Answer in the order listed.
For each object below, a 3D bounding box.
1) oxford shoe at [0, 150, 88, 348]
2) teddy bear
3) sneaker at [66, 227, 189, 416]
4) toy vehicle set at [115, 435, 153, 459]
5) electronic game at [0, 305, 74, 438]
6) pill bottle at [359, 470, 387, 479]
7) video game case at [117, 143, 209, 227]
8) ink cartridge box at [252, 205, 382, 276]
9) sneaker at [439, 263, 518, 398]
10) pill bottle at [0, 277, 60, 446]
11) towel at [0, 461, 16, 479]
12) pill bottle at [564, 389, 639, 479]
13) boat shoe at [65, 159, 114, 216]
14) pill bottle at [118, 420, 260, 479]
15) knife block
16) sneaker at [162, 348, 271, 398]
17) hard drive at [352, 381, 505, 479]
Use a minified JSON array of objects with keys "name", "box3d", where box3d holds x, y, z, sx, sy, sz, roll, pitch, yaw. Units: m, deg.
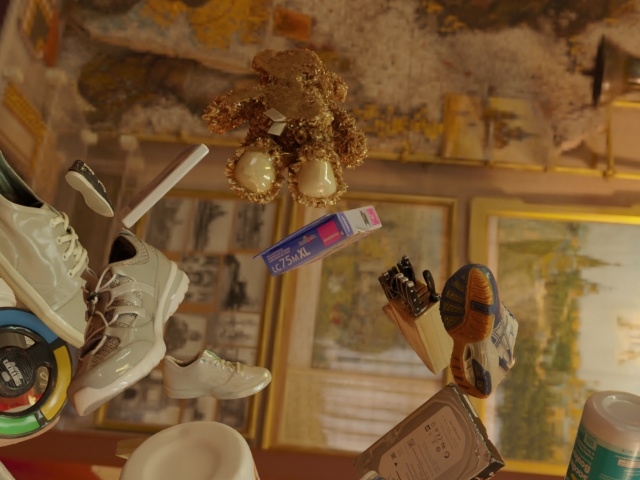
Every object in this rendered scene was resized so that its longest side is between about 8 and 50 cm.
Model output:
[{"name":"oxford shoe","box3d":[-0.457,0.023,1.572,0.449,0.130,0.169,53,3,-23]},{"name":"teddy bear","box3d":[-0.048,-0.158,1.419,0.338,0.245,0.113,-112,-164,-45]},{"name":"sneaker","box3d":[-0.237,0.087,1.052,0.115,0.105,0.281,50,19,-19]},{"name":"toy vehicle set","box3d":[-0.334,0.523,2.243,0.267,0.166,0.035,33,53,-42]},{"name":"electronic game","box3d":[-0.534,0.227,1.627,0.048,0.229,0.229,-20,-124,47]},{"name":"pill bottle","box3d":[0.140,0.532,1.820,0.094,0.169,0.094,-42,151,-29]},{"name":"video game case","box3d":[-0.296,-0.105,1.750,0.201,0.023,0.183,-44,-166,-7]},{"name":"ink cartridge box","box3d":[0.000,0.000,1.934,0.065,0.185,0.311,64,19,6]},{"name":"sneaker","box3d":[0.301,0.148,1.737,0.131,0.111,0.297,-35,135,-33]},{"name":"pill bottle","box3d":[-0.657,0.244,1.919,0.176,0.176,0.319,83,-14,-70]},{"name":"towel","box3d":[-0.557,0.330,1.176,0.321,0.374,0.090,-56,151,3]},{"name":"pill bottle","box3d":[0.509,0.408,1.652,0.146,0.146,0.264,-75,173,-68]},{"name":"boat shoe","box3d":[-0.386,-0.087,1.596,0.125,0.046,0.038,54,44,-45]},{"name":"pill bottle","box3d":[-0.186,0.523,1.612,0.224,0.224,0.392,-79,160,-57]},{"name":"knife block","box3d":[0.235,0.167,2.117,0.276,0.088,0.242,53,-13,1]},{"name":"sneaker","box3d":[-0.203,0.253,1.828,0.080,0.212,0.094,-98,-175,-73]},{"name":"hard drive","box3d":[0.249,0.530,2.245,0.064,0.339,0.237,29,26,-43]}]
